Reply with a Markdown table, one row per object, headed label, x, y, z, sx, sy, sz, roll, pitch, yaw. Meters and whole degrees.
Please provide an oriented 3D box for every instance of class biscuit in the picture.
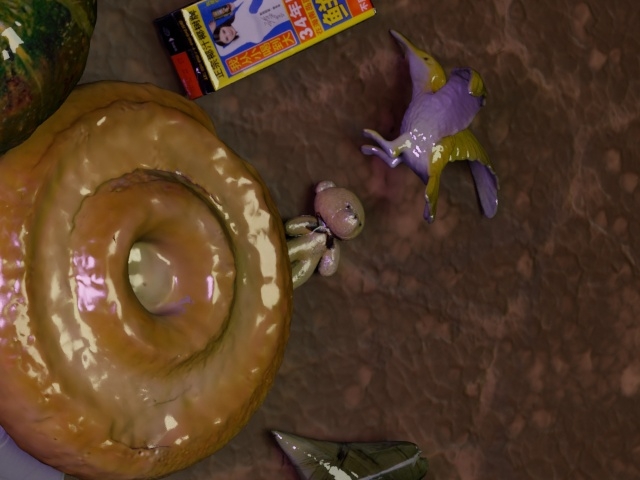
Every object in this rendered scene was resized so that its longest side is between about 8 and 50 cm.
| label | x | y | z | sx | sy | sz | roll | pitch | yaw |
| --- | --- | --- | --- | --- | --- | --- | --- | --- | --- |
| biscuit | -0.136 | 0.028 | 1.390 | 0.296 | 0.102 | 0.296 | 8 | 77 | -41 |

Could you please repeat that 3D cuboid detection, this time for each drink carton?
| label | x | y | z | sx | sy | sz | roll | pitch | yaw |
| --- | --- | --- | --- | --- | --- | --- | --- | --- | --- |
| drink carton | -0.043 | -0.174 | 1.497 | 0.165 | 0.056 | 0.071 | -28 | 97 | -30 |

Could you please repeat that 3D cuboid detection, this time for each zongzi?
| label | x | y | z | sx | sy | sz | roll | pitch | yaw |
| --- | --- | --- | --- | --- | --- | --- | --- | --- | --- |
| zongzi | 0.024 | 0.171 | 1.554 | 0.104 | 0.052 | 0.113 | -39 | 98 | -35 |

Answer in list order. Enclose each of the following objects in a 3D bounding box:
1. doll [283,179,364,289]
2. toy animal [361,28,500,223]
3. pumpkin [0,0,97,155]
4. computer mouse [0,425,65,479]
| label | x | y | z | sx | sy | sz | roll | pitch | yaw |
| --- | --- | --- | --- | --- | --- | --- | --- | --- | --- |
| doll | -0.004 | -0.002 | 1.542 | 0.093 | 0.051 | 0.061 | -38 | 114 | 4 |
| toy animal | 0.078 | -0.099 | 1.560 | 0.095 | 0.219 | 0.155 | -37 | 73 | -10 |
| pumpkin | -0.278 | -0.155 | 1.278 | 0.260 | 0.189 | 0.260 | 4 | 74 | -14 |
| computer mouse | -0.245 | 0.136 | 1.367 | 0.181 | 0.056 | 0.089 | 44 | 55 | -32 |
